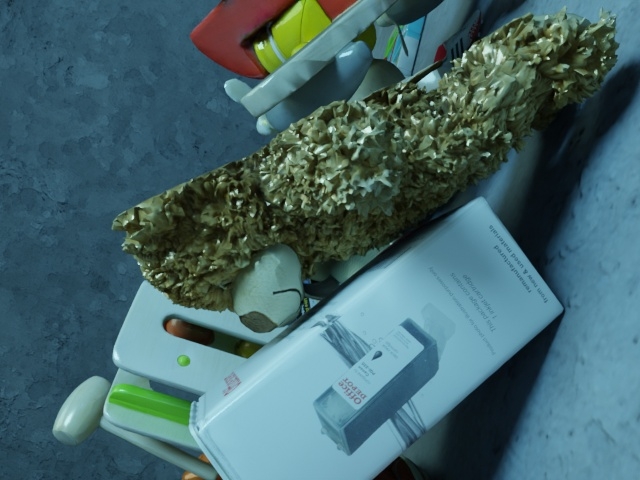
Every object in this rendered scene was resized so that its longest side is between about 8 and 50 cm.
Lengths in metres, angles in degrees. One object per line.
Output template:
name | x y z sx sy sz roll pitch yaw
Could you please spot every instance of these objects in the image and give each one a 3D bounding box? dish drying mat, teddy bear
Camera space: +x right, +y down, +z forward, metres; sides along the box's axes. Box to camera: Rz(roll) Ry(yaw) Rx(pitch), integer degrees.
dish drying mat | 0.178 -0.269 0.961 0.083 0.008 0.032 -134 62 -81
teddy bear | 0.041 -0.040 0.451 0.338 0.113 0.245 -28 3 -19

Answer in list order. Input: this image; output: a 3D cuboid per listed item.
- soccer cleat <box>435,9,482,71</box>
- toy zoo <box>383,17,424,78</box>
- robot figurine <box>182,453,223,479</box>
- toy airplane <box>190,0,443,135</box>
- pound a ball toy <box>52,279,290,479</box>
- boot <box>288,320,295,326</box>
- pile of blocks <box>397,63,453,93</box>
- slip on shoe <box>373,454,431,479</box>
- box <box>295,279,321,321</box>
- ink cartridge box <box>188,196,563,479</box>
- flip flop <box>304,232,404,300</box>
soccer cleat | 0.171 -0.246 0.831 0.029 0.036 0.083 -81 12 -57
toy zoo | 0.148 -0.343 1.307 0.192 0.030 0.293 123 164 -65
robot figurine | -0.086 0.295 0.855 0.219 0.128 0.158 -43 -2 19
toy airplane | 0.058 -0.259 0.766 0.384 0.386 0.272 -126 14 -61
pound a ball toy | -0.102 0.157 0.714 0.208 0.319 0.135 115 171 -46
boot | -0.042 0.115 1.028 0.082 0.106 0.219 -48 28 3
pile of blocks | 0.106 -0.086 0.752 0.362 0.149 0.112 46 -161 -88
slip on shoe | 0.039 0.200 0.402 0.331 0.101 0.123 -178 109 -82
box | 0.000 0.000 0.906 0.322 0.079 0.257 -89 -11 -70
ink cartridge box | 0.026 0.081 0.450 0.218 0.092 0.158 -36 -1 -12
flip flop | 0.006 0.018 0.636 0.277 0.080 0.112 35 125 40
